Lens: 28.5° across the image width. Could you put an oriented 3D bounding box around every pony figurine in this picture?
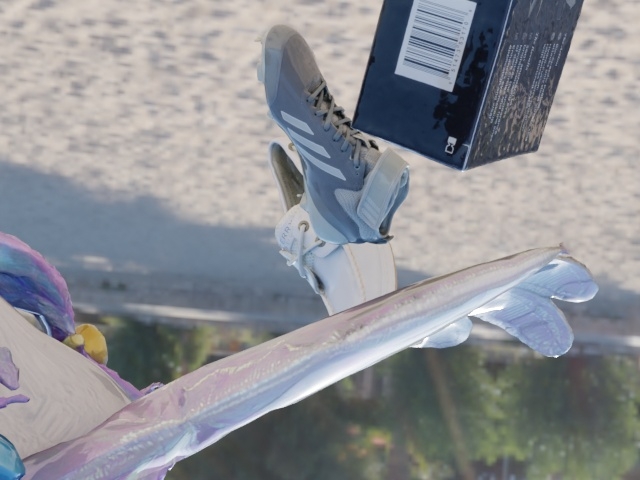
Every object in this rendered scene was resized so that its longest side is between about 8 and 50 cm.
[{"bbox_3d":[-0.108,0.088,0.461,0.363,0.303,0.351,39,-150,20],"label":"pony figurine"}]

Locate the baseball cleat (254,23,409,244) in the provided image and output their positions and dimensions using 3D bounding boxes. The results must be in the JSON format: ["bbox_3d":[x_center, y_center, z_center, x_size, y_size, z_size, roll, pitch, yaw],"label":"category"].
[{"bbox_3d":[0.018,-0.089,1.055,0.109,0.206,0.072,2,-143,32],"label":"baseball cleat"}]

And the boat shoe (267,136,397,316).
[{"bbox_3d":[0.000,0.000,1.228,0.096,0.277,0.098,7,130,-23],"label":"boat shoe"}]

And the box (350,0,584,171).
[{"bbox_3d":[0.110,-0.142,0.879,0.093,0.156,0.158,23,-162,24],"label":"box"}]
